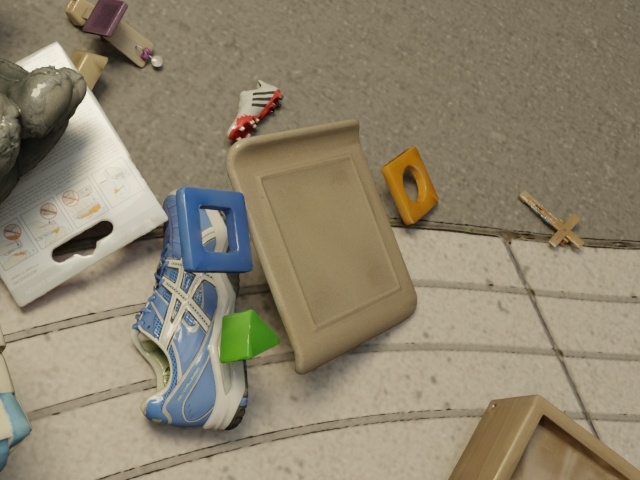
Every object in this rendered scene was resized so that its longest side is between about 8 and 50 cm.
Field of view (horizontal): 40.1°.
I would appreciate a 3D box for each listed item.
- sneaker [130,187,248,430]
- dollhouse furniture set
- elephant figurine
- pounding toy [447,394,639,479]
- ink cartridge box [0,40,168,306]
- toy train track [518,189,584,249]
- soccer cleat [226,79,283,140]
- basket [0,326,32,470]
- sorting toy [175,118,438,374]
[{"bbox_3d":[-0.113,0.052,0.726,0.081,0.080,0.211,0,66,-24],"label":"sneaker"},{"bbox_3d":[-0.208,-0.158,0.829,0.081,0.091,0.114,36,78,-49],"label":"dollhouse furniture set"},{"bbox_3d":[-0.306,-0.135,0.636,0.239,0.169,0.186,39,63,-10],"label":"elephant figurine"},{"bbox_3d":[0.182,0.268,0.735,0.181,0.094,0.206,37,69,-7],"label":"pounding toy"},{"bbox_3d":[-0.234,-0.056,0.739,0.145,0.045,0.179,-32,92,-13],"label":"ink cartridge box"},{"bbox_3d":[0.242,-0.020,0.930,0.083,0.014,0.048,43,67,9],"label":"toy train track"},{"bbox_3d":[-0.070,-0.127,0.855,0.035,0.029,0.083,36,56,8],"label":"soccer cleat"},{"bbox_3d":[-0.345,0.128,0.515,0.288,0.254,0.201,-18,75,-46],"label":"basket"},{"bbox_3d":[0.000,0.000,0.771,0.347,0.047,0.196,-19,93,-50],"label":"sorting toy"}]
